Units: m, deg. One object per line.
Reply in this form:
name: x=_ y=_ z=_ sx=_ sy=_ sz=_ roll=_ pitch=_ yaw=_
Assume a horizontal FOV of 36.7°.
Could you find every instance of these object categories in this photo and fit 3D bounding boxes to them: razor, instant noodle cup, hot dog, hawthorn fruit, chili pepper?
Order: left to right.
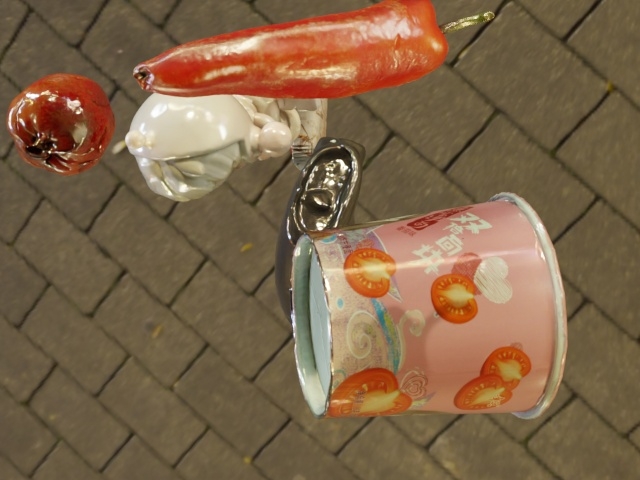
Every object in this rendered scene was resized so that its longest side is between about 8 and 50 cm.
hawthorn fruit: x=-0.363 y=-0.175 z=1.384 sx=0.148 sy=0.172 sz=0.148 roll=11 pitch=132 yaw=12
hot dog: x=-0.022 y=-0.210 z=1.566 sx=0.059 sy=0.108 sz=0.191 roll=-1 pitch=85 yaw=22
razor: x=-0.002 y=0.000 z=1.482 sx=0.113 sy=0.204 sz=0.349 roll=16 pitch=153 yaw=9
chili pepper: x=0.009 y=-0.128 z=0.659 sx=0.071 sy=0.272 sz=0.063 roll=-28 pitch=78 yaw=65
instant noodle cup: x=0.098 y=0.075 z=1.001 sx=0.231 sy=0.243 sz=0.243 roll=-4 pitch=110 yaw=-13

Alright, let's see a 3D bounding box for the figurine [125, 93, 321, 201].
figurine: x=-0.108 y=-0.129 z=1.054 sx=0.182 sy=0.257 sz=0.145 roll=26 pitch=130 yaw=15
